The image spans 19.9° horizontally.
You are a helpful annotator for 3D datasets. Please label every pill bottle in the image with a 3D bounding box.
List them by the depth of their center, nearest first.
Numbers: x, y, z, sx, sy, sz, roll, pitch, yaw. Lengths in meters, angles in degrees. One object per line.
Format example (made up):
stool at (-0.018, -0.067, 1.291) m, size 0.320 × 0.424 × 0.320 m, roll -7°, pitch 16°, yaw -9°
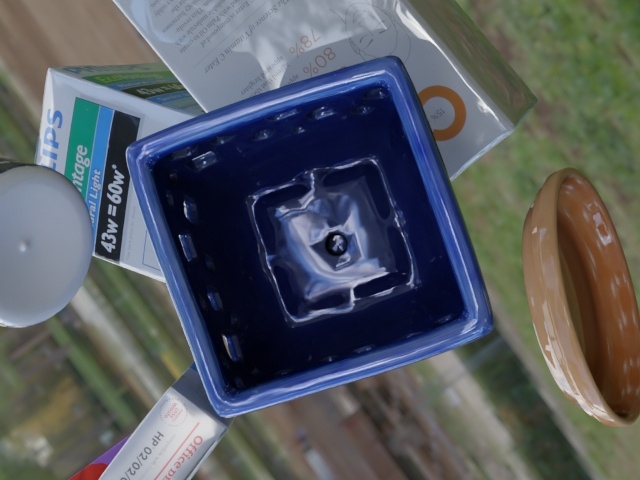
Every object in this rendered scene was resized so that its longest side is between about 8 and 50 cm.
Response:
pill bottle at (-0.306, -0.012, 1.493) m, size 0.246 × 0.130 × 0.130 m, roll 11°, pitch 142°, yaw 46°

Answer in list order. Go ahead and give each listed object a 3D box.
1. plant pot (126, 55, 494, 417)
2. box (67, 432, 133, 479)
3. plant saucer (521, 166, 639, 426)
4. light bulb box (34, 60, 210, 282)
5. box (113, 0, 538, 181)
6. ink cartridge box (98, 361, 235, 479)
plant pot at (0.000, 0.000, 1.501) m, size 0.212 × 0.236 × 0.236 m, roll 15°, pitch -124°, yaw -84°
box at (-0.230, 0.340, 1.676) m, size 0.201 × 0.293 × 0.057 m, roll 47°, pitch 166°, yaw 29°
plant saucer at (0.197, 0.045, 1.380) m, size 0.200 × 0.037 × 0.200 m, roll 44°, pitch -141°, yaw -50°
light bulb box at (-0.123, -0.086, 2.359) m, size 0.361 × 0.225 × 0.358 m, roll 19°, pitch -163°, yaw 28°
box at (0.005, -0.182, 1.703) m, size 0.345 × 0.215 × 0.168 m, roll 50°, pitch -160°, yaw -1°
ink cartridge box at (-0.125, 0.170, 1.528) m, size 0.061 × 0.104 × 0.181 m, roll 37°, pitch -175°, yaw 0°
